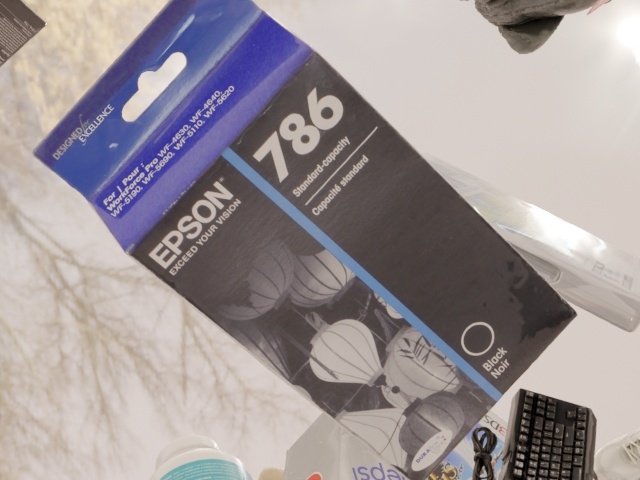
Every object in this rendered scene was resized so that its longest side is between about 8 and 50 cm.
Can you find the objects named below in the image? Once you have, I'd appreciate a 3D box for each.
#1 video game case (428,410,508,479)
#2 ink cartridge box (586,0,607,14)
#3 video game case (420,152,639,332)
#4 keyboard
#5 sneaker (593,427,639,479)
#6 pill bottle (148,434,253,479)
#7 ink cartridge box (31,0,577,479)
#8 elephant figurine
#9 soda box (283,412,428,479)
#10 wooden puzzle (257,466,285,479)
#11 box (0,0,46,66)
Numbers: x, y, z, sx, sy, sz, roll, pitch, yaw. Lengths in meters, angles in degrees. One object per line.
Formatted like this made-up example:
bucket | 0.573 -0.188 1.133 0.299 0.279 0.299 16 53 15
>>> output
video game case | 0.268 0.436 1.749 0.269 0.244 0.061 -54 -179 -29
ink cartridge box | 0.476 -0.350 1.053 0.308 0.091 0.385 -35 176 -6
video game case | 0.197 -0.013 1.042 0.300 0.036 0.329 28 -167 14
keyboard | 0.180 0.194 0.861 0.108 0.023 0.180 11 -146 11
sneaker | 0.458 0.277 1.382 0.190 0.083 0.071 -25 -123 -8
pill bottle | -0.137 0.355 1.223 0.146 0.146 0.264 -14 -148 -11
ink cartridge box | 0.000 0.000 0.631 0.165 0.332 0.065 -48 -158 3
elephant figurine | 0.287 -0.348 1.403 0.239 0.169 0.186 -28 175 30
soda box | 0.023 0.256 0.763 0.091 0.098 0.286 29 -148 -16
wooden puzzle | -0.038 0.651 1.996 0.322 0.348 0.080 22 177 -17
box | -0.468 -0.273 1.178 0.184 0.103 0.261 -46 166 -2
